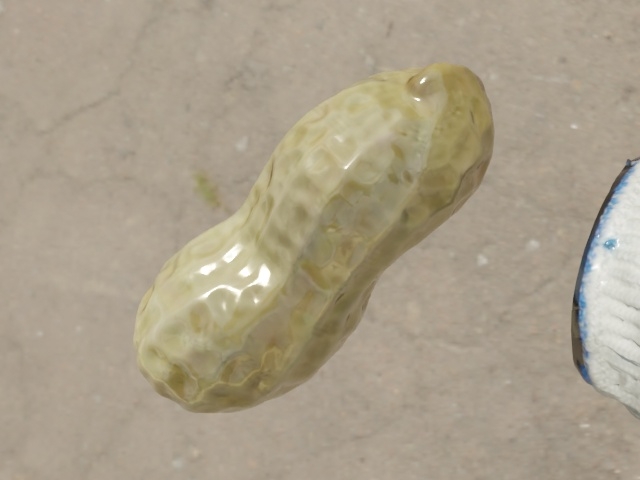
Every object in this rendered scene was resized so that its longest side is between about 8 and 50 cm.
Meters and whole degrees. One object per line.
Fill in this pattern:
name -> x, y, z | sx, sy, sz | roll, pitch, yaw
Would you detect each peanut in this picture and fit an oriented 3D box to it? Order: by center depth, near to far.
peanut -> 0.000, 0.000, 0.885 | 0.298, 0.136, 0.120 | -47, 62, 13

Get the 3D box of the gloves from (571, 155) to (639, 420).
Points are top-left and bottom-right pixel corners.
gloves -> 0.170, 0.016, 0.304 | 0.229, 0.119, 0.097 | -3, 123, 40
